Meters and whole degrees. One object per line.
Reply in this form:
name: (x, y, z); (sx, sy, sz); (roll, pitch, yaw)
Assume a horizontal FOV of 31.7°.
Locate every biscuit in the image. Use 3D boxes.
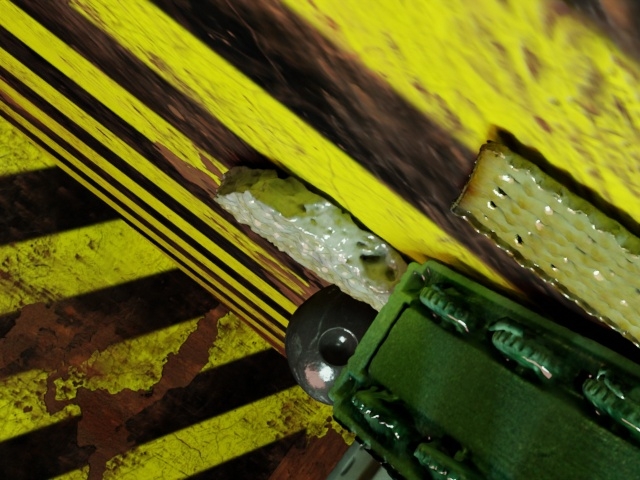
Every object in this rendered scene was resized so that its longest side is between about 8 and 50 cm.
biscuit: (0.000, 0.000, 0.912); (0.265, 0.040, 0.188); (30, 169, 33)
biscuit: (0.149, 0.027, 0.523); (0.203, 0.016, 0.144); (36, 172, 8)

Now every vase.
vase: (0.056, 0.106, 1.054); (0.183, 0.120, 0.120); (11, 157, 37)

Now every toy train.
toy train: (0.148, 0.134, 0.709); (0.178, 0.138, 0.330); (32, 179, -32)

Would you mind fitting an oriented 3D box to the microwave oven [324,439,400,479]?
microwave oven: (0.244, 0.369, 1.228); (0.432, 0.236, 0.374); (30, 169, 38)
